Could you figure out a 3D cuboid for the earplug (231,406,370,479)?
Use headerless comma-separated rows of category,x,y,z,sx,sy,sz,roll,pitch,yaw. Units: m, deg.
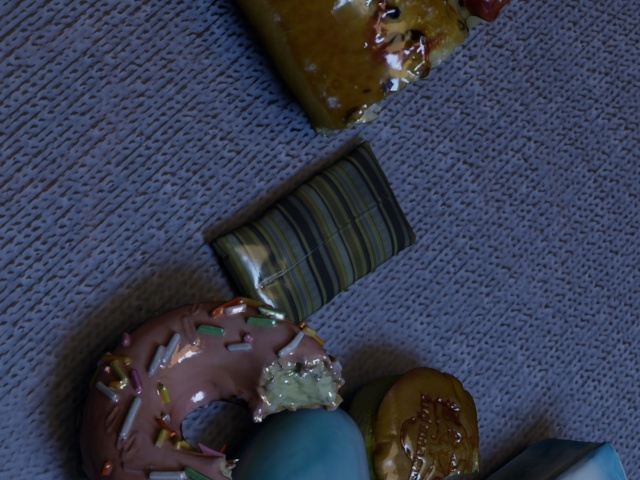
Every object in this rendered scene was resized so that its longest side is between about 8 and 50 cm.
earplug,-0.045,0.283,1.584,0.185,0.185,0.324,30,62,-29

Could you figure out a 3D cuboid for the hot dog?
hot dog,0.036,-0.334,1.686,0.367,0.196,0.365,-45,107,-32

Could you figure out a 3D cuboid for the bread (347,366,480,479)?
bread,0.080,0.180,1.709,0.156,0.086,0.125,-28,103,-46

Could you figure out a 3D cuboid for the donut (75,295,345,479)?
donut,-0.100,0.139,1.543,0.199,0.085,0.233,20,57,13

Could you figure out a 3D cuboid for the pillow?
pillow,0.000,0.000,1.712,0.203,0.038,0.113,-35,105,-33

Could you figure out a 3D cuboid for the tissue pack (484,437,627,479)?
tissue pack,0.186,0.330,1.757,0.271,0.124,0.201,-29,101,-35
